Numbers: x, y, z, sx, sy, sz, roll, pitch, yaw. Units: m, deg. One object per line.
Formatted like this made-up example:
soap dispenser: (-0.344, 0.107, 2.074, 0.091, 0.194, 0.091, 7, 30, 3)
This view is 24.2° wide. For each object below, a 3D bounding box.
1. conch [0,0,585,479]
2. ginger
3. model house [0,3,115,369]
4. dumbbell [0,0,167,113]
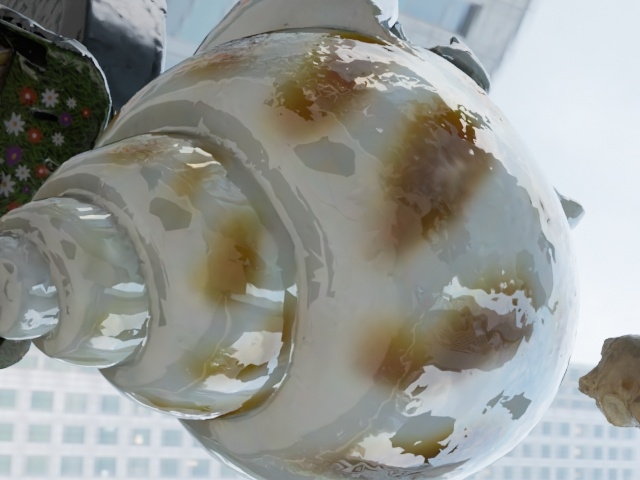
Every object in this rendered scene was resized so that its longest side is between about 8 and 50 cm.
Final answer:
conch: (0.000, 0.000, 0.491, 0.149, 0.275, 0.183, -41, -111, 11)
ginger: (0.285, 0.123, 1.212, 0.165, 0.096, 0.067, 36, -29, 62)
model house: (-0.279, -0.047, 0.748, 0.294, 0.154, 0.207, 24, -74, 9)
dumbbell: (-0.094, -0.053, 1.018, 0.203, 0.322, 0.204, -27, -130, 39)
